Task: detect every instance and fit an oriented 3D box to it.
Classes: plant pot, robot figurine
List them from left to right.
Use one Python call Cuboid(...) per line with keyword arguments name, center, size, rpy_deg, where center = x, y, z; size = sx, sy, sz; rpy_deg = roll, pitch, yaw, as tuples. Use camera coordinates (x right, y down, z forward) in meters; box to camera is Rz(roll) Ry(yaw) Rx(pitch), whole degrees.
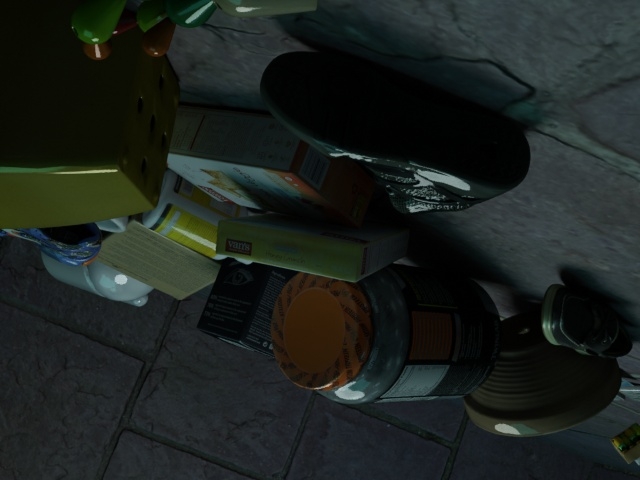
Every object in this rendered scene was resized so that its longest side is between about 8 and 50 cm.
Cuboid(name="plant pot", center=(-0.254, -0.127, 0.776), size=(0.187, 0.212, 0.212), rpy_deg=(7, 166, 4))
Cuboid(name="robot figurine", center=(-0.480, 0.020, 1.748), size=(0.353, 0.200, 0.300), rpy_deg=(13, 136, 36))
Cuboid(name="plant pot", center=(0.320, 0.183, 1.185), size=(0.237, 0.237, 0.110), rpy_deg=(4, 120, 55))

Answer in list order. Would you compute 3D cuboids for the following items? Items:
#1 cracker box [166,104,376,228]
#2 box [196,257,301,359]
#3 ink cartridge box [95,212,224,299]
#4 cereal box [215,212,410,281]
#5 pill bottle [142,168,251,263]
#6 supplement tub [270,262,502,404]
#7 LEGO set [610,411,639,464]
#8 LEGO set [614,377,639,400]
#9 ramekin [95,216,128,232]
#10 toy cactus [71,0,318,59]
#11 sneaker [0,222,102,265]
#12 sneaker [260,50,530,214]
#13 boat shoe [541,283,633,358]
Cuboid(name="cracker box", center=(-0.073, -0.087, 0.913), size=(0.232, 0.067, 0.155), rpy_deg=(13, 167, 36))
Cuboid(name="box", center=(-0.114, 0.096, 1.438), size=(0.108, 0.207, 0.153), rpy_deg=(31, 166, -37))
Cuboid(name="ink cartridge box", center=(-0.306, 0.011, 1.528), size=(0.234, 0.088, 0.193), rpy_deg=(30, 141, -33))
Cuboid(name="cereal box", center=(0.000, 0.000, 0.960), size=(0.173, 0.047, 0.240), rpy_deg=(10, -171, 18))
Cuboid(name="pill bottle", center=(-0.180, -0.032, 1.246), size=(0.184, 0.103, 0.103), rpy_deg=(27, 166, -23))
Cuboid(name="supplement tub", center=(0.095, 0.127, 1.084), size=(0.193, 0.194, 0.316), rpy_deg=(9, 179, 44))
Cuboid(name="LEGO set", center=(0.545, 0.231, 1.083), size=(0.287, 0.132, 0.107), rpy_deg=(-8, 151, 21))
Cuboid(name="LEGO set", center=(0.509, 0.253, 1.498), size=(0.182, 0.060, 0.244), rpy_deg=(-10, 150, 45))
Cuboid(name="ramekin", center=(-0.378, -0.127, 1.100), size=(0.277, 0.135, 0.277), rpy_deg=(21, 168, 5))
Cuboid(name="toy cactus", center=(-0.091, -0.183, 0.519), size=(0.180, 0.112, 0.219), rpy_deg=(3, 166, -5))
Cuboid(name="sneaker", center=(-0.385, -0.038, 1.030), size=(0.221, 0.083, 0.087), rpy_deg=(21, 156, -26))
Cuboid(name="sneaker", center=(0.051, -0.082, 0.678), size=(0.227, 0.087, 0.130), rpy_deg=(17, 162, -6))
Cuboid(name="boat shoe", center=(0.355, 0.110, 1.029), size=(0.073, 0.080, 0.223), rpy_deg=(5, 166, 36))
